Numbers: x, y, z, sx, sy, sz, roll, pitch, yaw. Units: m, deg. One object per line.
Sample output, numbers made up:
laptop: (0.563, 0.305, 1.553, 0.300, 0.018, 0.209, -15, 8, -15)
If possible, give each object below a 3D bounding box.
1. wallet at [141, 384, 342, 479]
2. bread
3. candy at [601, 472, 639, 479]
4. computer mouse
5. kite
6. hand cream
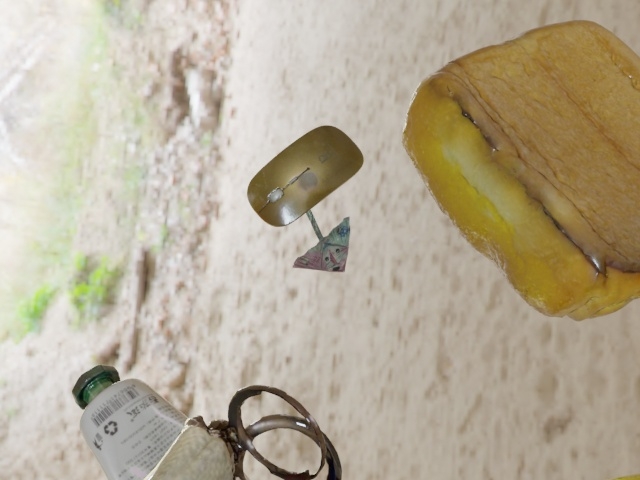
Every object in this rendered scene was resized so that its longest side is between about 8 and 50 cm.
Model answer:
wallet: (-0.088, 0.254, 0.456, 0.275, 0.068, 0.335, -37, -44, -48)
bread: (0.285, -0.082, 1.223, 0.337, 0.328, 0.148, 50, 142, 15)
candy: (0.301, 0.335, 0.911, 0.088, 0.146, 0.276, -30, 64, 46)
computer mouse: (-0.023, -0.103, 1.687, 0.102, 0.199, 0.045, 49, 162, 11)
kite: (0.000, 0.000, 1.862, 0.137, 0.152, 0.005, -42, 22, -14)
hand cream: (-0.124, 0.237, 0.992, 0.336, 0.121, 0.076, 42, 160, 33)
